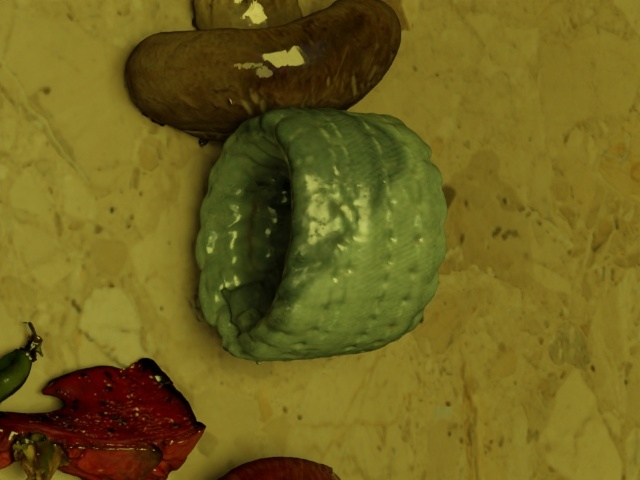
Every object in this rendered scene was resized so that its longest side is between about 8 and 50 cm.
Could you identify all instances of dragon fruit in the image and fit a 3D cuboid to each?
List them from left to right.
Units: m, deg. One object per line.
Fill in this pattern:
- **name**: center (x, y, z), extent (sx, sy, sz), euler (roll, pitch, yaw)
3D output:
- **dragon fruit**: center (-0.203, 0.163, 1.604), extent (0.192, 0.092, 0.122), euler (4, 85, -25)

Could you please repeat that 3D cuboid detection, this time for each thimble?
- **thimble**: center (0.000, 0.000, 1.646), extent (0.172, 0.205, 0.250), euler (2, 118, -32)

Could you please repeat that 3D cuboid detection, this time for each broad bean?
- **broad bean**: center (-0.341, 0.134, 1.570), extent (0.227, 0.039, 0.069), euler (-18, 66, -29)

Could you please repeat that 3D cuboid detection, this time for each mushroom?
- **mushroom**: center (-0.029, -0.173, 1.680), extent (0.286, 0.151, 0.156), euler (-15, 94, -26)

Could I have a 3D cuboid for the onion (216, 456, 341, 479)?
- **onion**: center (-0.025, 0.317, 1.643), extent (0.230, 0.163, 0.230), euler (-3, 96, -28)
